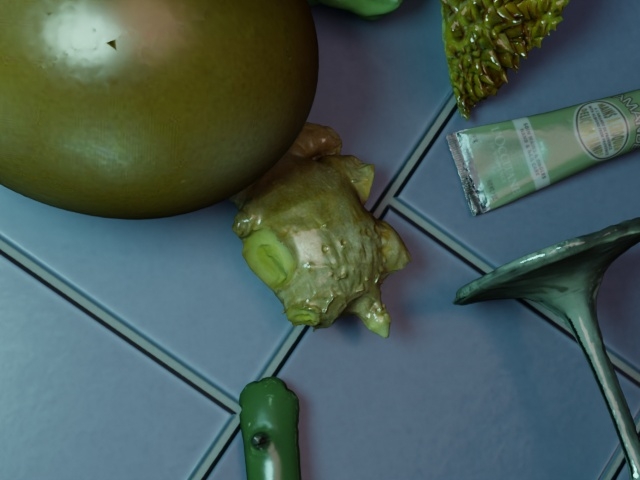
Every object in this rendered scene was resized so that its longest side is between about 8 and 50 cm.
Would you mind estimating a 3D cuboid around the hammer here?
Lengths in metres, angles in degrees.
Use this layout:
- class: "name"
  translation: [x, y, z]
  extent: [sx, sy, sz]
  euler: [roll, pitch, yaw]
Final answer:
- class: "hammer"
  translation: [-0.030, 0.286, 1.010]
  extent: [0.206, 0.119, 0.335]
  euler: [-3, 76, -12]

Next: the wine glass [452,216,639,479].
- class: "wine glass"
  translation: [0.281, 0.197, 1.005]
  extent: [0.267, 0.267, 0.406]
  euler: [-16, 81, -12]

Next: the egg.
- class: "egg"
  translation: [-0.175, -0.159, 0.951]
  extent: [0.351, 0.282, 0.282]
  euler: [6, 80, 11]

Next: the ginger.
- class: "ginger"
  translation: [0.000, 0.000, 1.054]
  extent: [0.157, 0.102, 0.216]
  euler: [-26, 81, -39]

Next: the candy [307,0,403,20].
- class: "candy"
  translation: [0.064, -0.380, 1.112]
  extent: [0.132, 0.142, 0.343]
  euler: [34, 74, -41]

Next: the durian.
- class: "durian"
  translation: [0.157, -0.249, 1.096]
  extent: [0.144, 0.139, 0.252]
  euler: [-2, 82, -23]

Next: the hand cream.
- class: "hand cream"
  translation: [0.248, -0.098, 1.140]
  extent: [0.235, 0.055, 0.086]
  euler: [-17, 82, -5]
